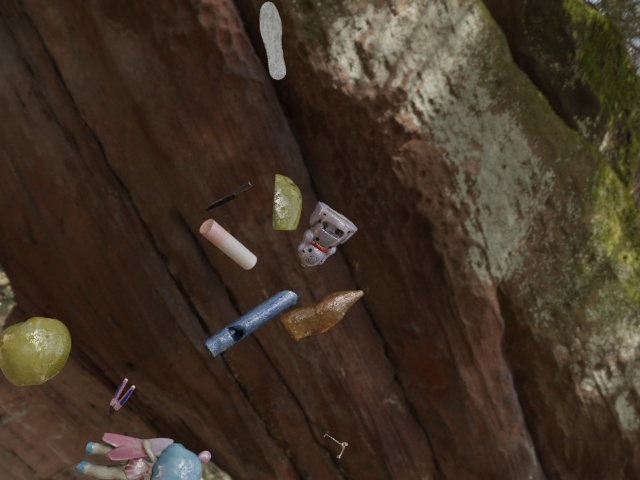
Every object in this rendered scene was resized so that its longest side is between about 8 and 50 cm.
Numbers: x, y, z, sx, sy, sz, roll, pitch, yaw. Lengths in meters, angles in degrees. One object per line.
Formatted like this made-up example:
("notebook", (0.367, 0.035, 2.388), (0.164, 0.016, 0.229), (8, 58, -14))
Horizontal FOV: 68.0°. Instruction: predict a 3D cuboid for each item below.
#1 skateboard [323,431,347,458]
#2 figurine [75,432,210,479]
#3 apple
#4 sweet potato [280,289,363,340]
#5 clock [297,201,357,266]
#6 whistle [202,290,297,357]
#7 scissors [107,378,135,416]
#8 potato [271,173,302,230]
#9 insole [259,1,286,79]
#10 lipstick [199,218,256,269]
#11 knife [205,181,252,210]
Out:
("skateboard", (0.044, 0.699, 1.624), (0.083, 0.064, 0.032), (35, -54, 8))
("figurine", (-0.368, 0.479, 0.953), (0.261, 0.205, 0.102), (10, -43, 5))
("apple", (-0.822, 0.313, 1.363), (0.200, 0.200, 0.200), (33, -29, 21))
("sweet potato", (0.021, 0.283, 1.831), (0.131, 0.337, 0.131), (159, -90, -83))
("clock", (0.001, -0.003, 1.882), (0.189, 0.253, 0.189), (33, 17, -11))
("whistle", (-0.203, 0.236, 1.402), (0.062, 0.304, 0.062), (42, -30, 31))
("scissors", (-0.529, 0.418, 1.248), (0.039, 0.113, 0.012), (36, 7, 14))
("potato", (-0.087, -0.099, 1.269), (0.120, 0.081, 0.149), (-114, -153, -80))
("insole", (-0.126, -0.526, 1.256), (0.006, 0.065, 0.193), (18, -59, 56))
("lipstick", (-0.444, 0.024, 2.307), (0.087, 0.087, 0.327), (13, -24, 45))
("knife", (-0.397, -0.184, 2.055), (0.028, 0.231, 0.060), (58, -8, 18))
